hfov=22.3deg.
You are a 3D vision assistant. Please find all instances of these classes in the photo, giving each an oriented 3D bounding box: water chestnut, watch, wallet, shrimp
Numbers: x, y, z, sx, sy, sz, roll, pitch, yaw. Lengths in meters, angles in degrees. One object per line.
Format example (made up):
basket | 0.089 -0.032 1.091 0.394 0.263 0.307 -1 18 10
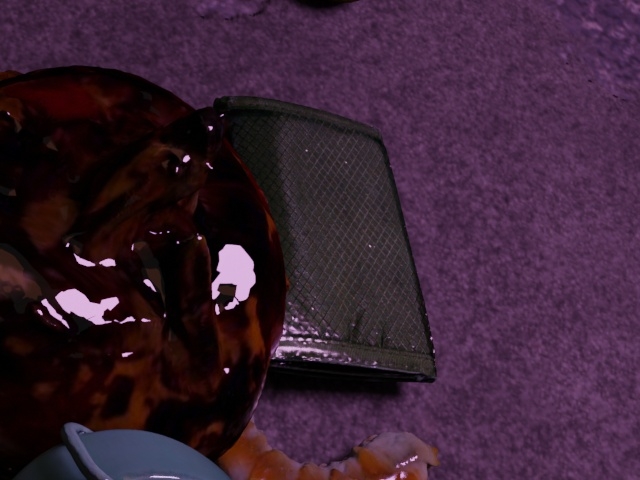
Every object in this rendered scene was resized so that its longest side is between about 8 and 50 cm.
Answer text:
water chestnut | -0.145 0.010 1.020 0.300 0.300 0.300 13 56 -20
watch | -0.114 0.211 0.950 0.195 0.237 0.068 -33 36 -8
wallet | -0.001 0.002 1.234 0.160 0.055 0.236 7 56 -28
shrimp | -0.008 0.138 1.160 0.161 0.049 0.166 -20 64 -33

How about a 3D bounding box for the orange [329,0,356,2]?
orange | 0.024 -0.246 1.387 0.085 0.085 0.095 25 60 -11
